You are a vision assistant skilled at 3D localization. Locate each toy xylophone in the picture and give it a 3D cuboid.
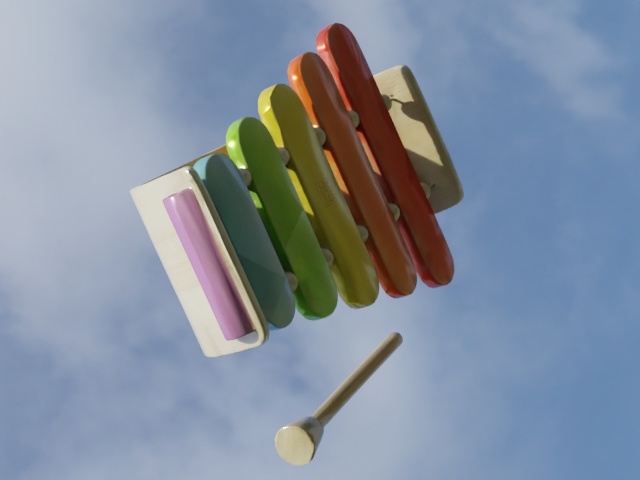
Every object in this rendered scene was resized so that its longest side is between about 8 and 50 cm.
[{"bbox_3d":[0.000,0.000,0.995,0.236,0.081,0.322,61,-146,-13],"label":"toy xylophone"}]
